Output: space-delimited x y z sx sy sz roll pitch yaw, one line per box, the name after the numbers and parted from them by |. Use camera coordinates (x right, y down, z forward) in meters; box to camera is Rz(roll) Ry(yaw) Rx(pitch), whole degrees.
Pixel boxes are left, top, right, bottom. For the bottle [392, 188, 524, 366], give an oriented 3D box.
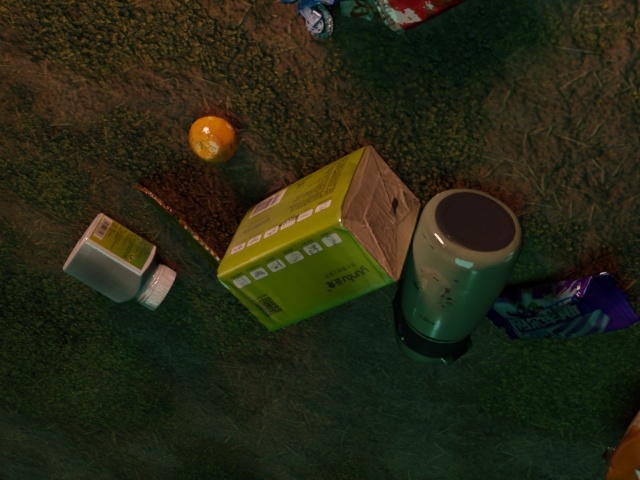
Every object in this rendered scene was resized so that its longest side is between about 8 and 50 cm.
0.213 0.079 1.563 0.168 0.168 0.347 16 139 3 | bottle

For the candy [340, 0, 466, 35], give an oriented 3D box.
0.155 -0.342 1.240 0.292 0.059 0.086 -17 125 30 | candy

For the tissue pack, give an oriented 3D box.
0.000 0.000 1.526 0.274 0.200 0.167 -24 121 36 | tissue pack

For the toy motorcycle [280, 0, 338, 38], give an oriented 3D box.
-0.006 -0.370 1.248 0.114 0.076 0.205 38 141 16 | toy motorcycle

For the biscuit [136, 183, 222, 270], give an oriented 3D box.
-0.220 0.000 1.630 0.237 0.013 0.232 48 171 -27 | biscuit

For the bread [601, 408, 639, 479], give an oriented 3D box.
0.664 0.414 1.693 0.279 0.225 0.250 16 135 9 | bread

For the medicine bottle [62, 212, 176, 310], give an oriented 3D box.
-0.378 0.051 1.782 0.188 0.088 0.132 33 134 -15 | medicine bottle

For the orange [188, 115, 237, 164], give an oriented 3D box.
-0.174 -0.163 1.518 0.083 0.070 0.083 16 131 19 | orange

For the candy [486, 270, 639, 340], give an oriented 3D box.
0.402 0.117 1.597 0.275 0.070 0.145 -15 130 41 | candy
